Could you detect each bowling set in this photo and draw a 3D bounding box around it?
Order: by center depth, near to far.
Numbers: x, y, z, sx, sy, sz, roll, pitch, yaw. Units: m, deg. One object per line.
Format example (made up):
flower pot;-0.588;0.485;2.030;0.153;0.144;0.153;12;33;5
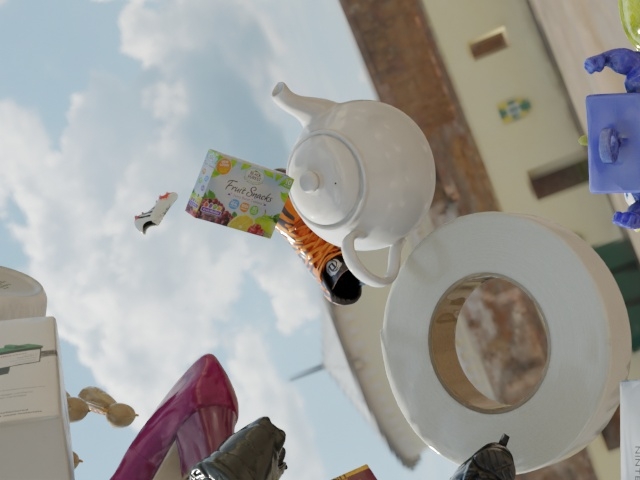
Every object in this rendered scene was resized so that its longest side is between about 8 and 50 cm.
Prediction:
bowling set;-0.418;0.295;1.670;0.287;0.154;0.199;21;-93;-42

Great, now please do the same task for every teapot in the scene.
teapot;0.040;-0.090;1.730;0.187;0.256;0.252;-13;-58;-51

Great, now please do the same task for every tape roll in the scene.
tape roll;0.263;0.149;1.674;0.072;0.392;0.392;0;-113;-51

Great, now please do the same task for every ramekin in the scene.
ramekin;-0.557;0.114;1.897;0.207;0.207;0.109;-49;-23;-76

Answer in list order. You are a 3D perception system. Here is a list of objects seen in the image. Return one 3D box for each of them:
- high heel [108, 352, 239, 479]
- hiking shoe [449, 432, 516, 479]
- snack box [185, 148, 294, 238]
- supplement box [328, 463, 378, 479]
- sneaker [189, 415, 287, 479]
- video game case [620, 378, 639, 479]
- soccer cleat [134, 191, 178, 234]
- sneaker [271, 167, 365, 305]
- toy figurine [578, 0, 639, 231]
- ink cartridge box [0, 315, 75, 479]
high heel;-0.248;0.327;1.644;0.127;0.377;0.181;31;-146;-38
hiking shoe;0.195;0.366;1.522;0.086;0.227;0.114;37;-164;10
snack box;-0.118;-0.067;1.667;0.141;0.100;0.037;16;-171;-39
supplement box;0.059;0.335;1.171;0.188;0.081;0.104;-131;22;-57
sneaker;-0.100;0.315;1.436;0.109;0.130;0.286;40;149;8
video game case;0.388;0.243;1.011;0.061;0.269;0.244;10;-104;-33
soccer cleat;-0.250;-0.042;1.746;0.035;0.083;0.029;57;-174;33
sneaker;0.000;0.000;2.228;0.321;0.125;0.180;51;179;-33
toy figurine;0.370;-0.140;1.221;0.217;0.191;0.362;-16;-74;-48
ink cartridge box;-0.283;0.188;1.068;0.219;0.093;0.160;-127;33;-66
